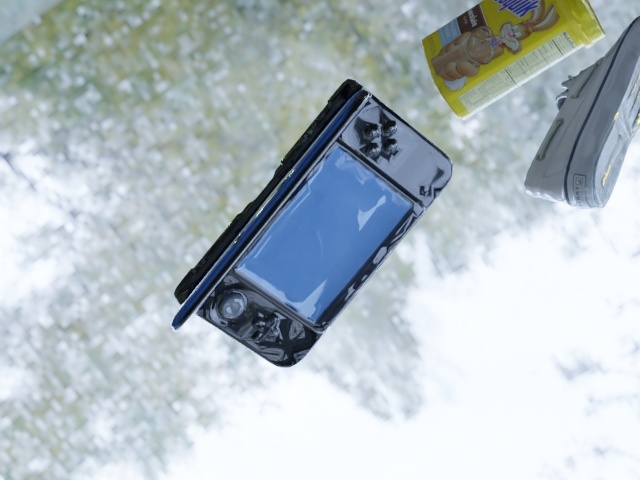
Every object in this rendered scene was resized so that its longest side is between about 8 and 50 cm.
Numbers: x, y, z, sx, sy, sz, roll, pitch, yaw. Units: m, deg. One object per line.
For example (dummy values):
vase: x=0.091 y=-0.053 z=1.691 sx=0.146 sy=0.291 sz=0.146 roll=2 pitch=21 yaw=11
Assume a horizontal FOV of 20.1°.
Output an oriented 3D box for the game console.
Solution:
game console: x=0.000 y=0.000 z=1.805 sx=0.293 sy=0.250 sz=0.173 roll=-50 pitch=-145 yaw=6

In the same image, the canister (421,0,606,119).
canister: x=0.194 y=-0.208 z=1.854 sx=0.170 sy=0.073 sz=0.126 roll=-32 pitch=-149 yaw=14

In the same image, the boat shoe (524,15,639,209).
boat shoe: x=0.241 y=-0.123 z=1.582 sx=0.076 sy=0.083 sz=0.226 roll=9 pitch=-133 yaw=29
